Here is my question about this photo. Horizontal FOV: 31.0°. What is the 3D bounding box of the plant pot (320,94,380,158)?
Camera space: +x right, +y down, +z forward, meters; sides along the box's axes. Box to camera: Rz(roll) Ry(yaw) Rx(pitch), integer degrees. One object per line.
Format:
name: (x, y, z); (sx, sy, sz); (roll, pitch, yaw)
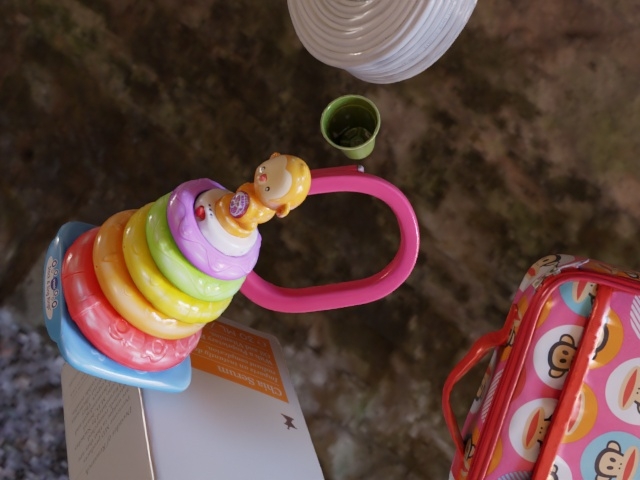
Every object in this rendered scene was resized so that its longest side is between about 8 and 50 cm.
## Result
plant pot: (0.048, -0.152, 1.628); (0.083, 0.083, 0.079); (37, -8, 19)

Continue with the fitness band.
fitness band: (0.000, 0.000, 1.700); (0.291, 0.209, 0.054); (-8, 20, 6)

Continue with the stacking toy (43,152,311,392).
stacking toy: (-0.118, 0.008, 1.101); (0.166, 0.302, 0.175); (22, 47, -39)

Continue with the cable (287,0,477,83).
cable: (0.068, -0.303, 1.259); (0.257, 0.257, 0.089); (-3, -5, 45)

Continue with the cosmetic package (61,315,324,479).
cosmetic package: (-0.132, 0.257, 1.232); (0.230, 0.161, 0.453); (24, 24, -29)

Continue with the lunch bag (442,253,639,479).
lunch bag: (0.243, 0.163, 1.079); (0.258, 0.293, 0.120); (16, 9, -4)
